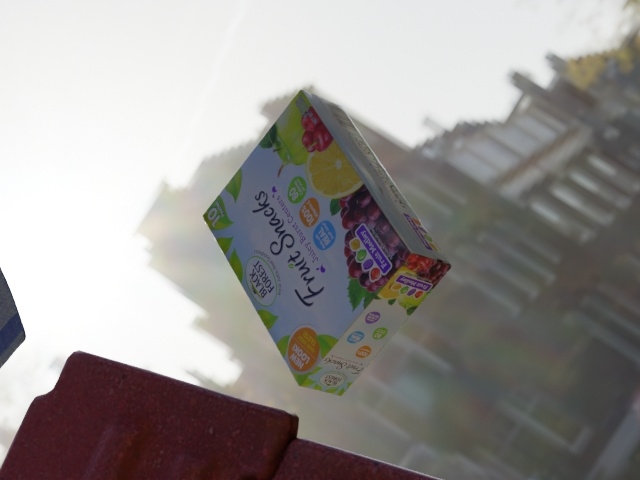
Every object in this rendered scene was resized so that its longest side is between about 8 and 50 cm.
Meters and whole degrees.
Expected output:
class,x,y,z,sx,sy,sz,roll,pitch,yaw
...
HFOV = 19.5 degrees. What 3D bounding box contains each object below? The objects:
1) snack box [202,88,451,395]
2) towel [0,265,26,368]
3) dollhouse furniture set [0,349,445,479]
class,x,y,z,sx,sy,sz,roll,pitch,yaw
snack box,0.000,0.000,1.023,0.037,0.141,0.100,17,-60,-42
towel,-0.286,0.041,1.240,0.034,0.209,0.285,-15,18,20
dollhouse furniture set,-0.033,0.239,0.501,0.201,0.152,0.374,32,-101,-55
